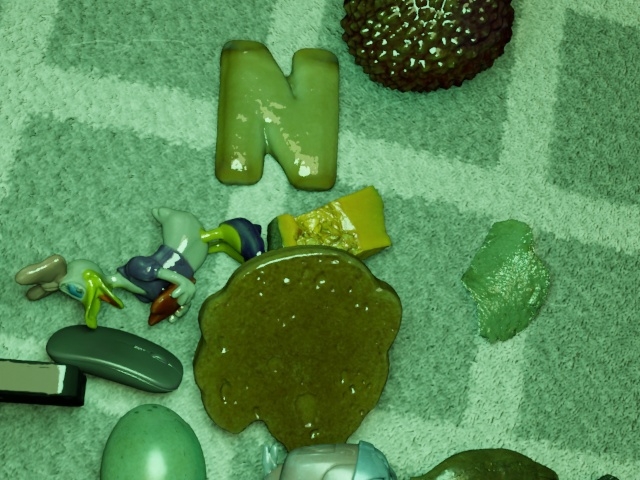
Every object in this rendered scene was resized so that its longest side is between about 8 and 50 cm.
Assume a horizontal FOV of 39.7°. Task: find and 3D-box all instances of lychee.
[{"bbox_3d":[0.204,-0.423,1.655,0.330,0.306,0.306,-37,84,-4],"label":"lychee"}]

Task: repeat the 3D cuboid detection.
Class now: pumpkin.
[{"bbox_3d":[0.003,0.000,1.604,0.248,0.126,0.131,-14,69,-32],"label":"pumpkin"}]

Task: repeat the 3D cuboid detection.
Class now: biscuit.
[{"bbox_3d":[-0.080,-0.238,1.676,0.236,0.062,0.291,6,76,-9],"label":"biscuit"},{"bbox_3d":[-0.035,0.196,1.491,0.358,0.074,0.381,-6,108,-4],"label":"biscuit"}]

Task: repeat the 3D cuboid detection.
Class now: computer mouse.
[{"bbox_3d":[-0.342,0.194,1.492,0.232,0.120,0.057,18,110,-4],"label":"computer mouse"}]

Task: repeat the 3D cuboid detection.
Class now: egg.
[{"bbox_3d":[-0.267,0.381,1.421,0.169,0.169,0.237,-3,78,-11],"label":"egg"}]

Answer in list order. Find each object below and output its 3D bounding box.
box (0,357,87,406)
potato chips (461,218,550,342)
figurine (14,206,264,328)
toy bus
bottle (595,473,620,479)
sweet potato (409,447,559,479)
[{"bbox_3d":[-0.552,0.218,1.394,0.350,0.211,0.058,5,73,-8],"label":"box"},{"bbox_3d":[0.345,0.070,1.670,0.167,0.059,0.228,-13,77,-3],"label":"potato chips"},{"bbox_3d":[-0.292,0.042,1.518,0.420,0.154,0.193,-23,75,-16],"label":"figurine"},{"bbox_3d":[0.006,0.465,1.428,0.231,0.197,0.294,7,87,3],"label":"toy bus"},{"bbox_3d":[0.420,0.498,1.538,0.260,0.112,0.112,-27,81,-15],"label":"bottle"},{"bbox_3d":[0.289,0.419,1.561,0.285,0.085,0.112,-1,109,-21],"label":"sweet potato"}]
